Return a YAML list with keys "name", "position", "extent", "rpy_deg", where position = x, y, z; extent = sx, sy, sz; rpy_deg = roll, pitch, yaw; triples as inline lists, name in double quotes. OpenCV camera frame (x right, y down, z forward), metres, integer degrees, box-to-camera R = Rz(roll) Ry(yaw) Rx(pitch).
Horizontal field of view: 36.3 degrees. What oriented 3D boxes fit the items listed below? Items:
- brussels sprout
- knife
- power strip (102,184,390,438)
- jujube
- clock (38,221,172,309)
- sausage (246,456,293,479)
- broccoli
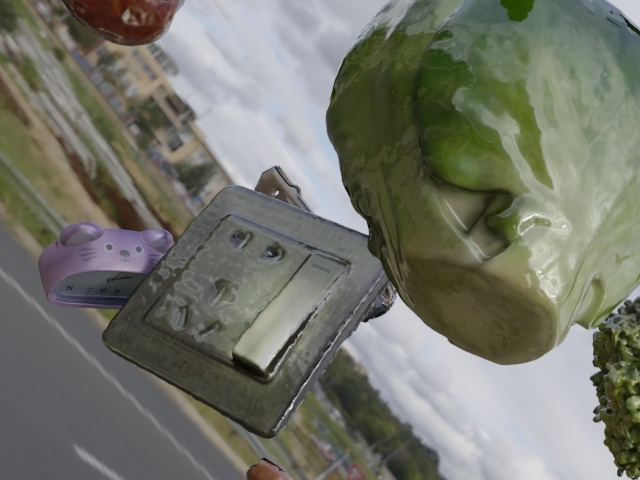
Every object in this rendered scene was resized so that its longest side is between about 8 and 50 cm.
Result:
- name: "brussels sprout"
  position: [0.120, -0.049, 0.631]
  extent: [0.219, 0.271, 0.210]
  rpy_deg: [38, -42, -28]
- name: "knife"
  position: [0.002, 0.003, 1.632]
  extent: [0.365, 0.089, 0.043]
  rpy_deg: [50, -4, 31]
- name: "power strip"
  position: [-0.071, 0.076, 1.084]
  extent: [0.251, 0.257, 0.092]
  rpy_deg: [20, -30, 35]
- name: "jujube"
  position: [-0.298, -0.375, 1.349]
  extent: [0.236, 0.168, 0.168]
  rpy_deg: [35, -2, -12]
- name: "clock"
  position: [-0.245, 0.033, 1.143]
  extent: [0.110, 0.152, 0.050]
  rpy_deg: [-49, -134, 43]
- name: "sausage"
  position: [-0.011, 0.314, 1.067]
  extent: [0.186, 0.043, 0.043]
  rpy_deg: [46, -6, 10]
- name: "broccoli"
  position: [0.396, 0.140, 1.036]
  extent: [0.180, 0.242, 0.273]
  rpy_deg: [59, 9, -19]
